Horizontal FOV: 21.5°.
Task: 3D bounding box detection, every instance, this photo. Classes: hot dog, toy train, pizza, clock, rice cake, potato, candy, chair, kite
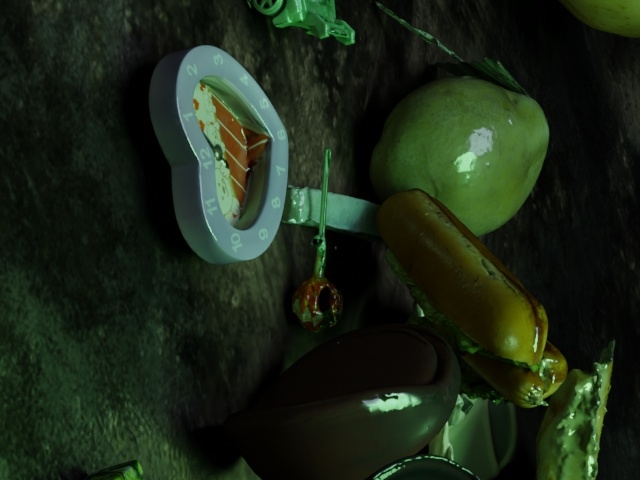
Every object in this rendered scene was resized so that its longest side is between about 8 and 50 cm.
[{"bbox_3d":[0.139,0.062,1.678,0.135,0.100,0.337,65,-7,-34],"label":"hot dog"},{"bbox_3d":[-0.020,-0.269,1.716,0.099,0.081,0.149,3,79,-59],"label":"toy train"},{"bbox_3d":[0.254,0.353,1.876,0.435,0.080,0.392,79,22,-63],"label":"pizza"},{"bbox_3d":[-0.095,-0.080,1.545,0.172,0.064,0.198,-26,104,-59],"label":"clock"},{"bbox_3d":[0.018,-0.027,1.756,0.211,0.034,0.043,12,79,-59],"label":"rice cake"},{"bbox_3d":[0.159,-0.093,1.880,0.235,0.178,0.160,-21,57,-37],"label":"potato"},{"bbox_3d":[0.000,0.000,1.672,0.055,0.049,0.185,-6,100,-67],"label":"candy"},{"bbox_3d":[0.077,0.244,1.589,0.401,0.226,0.226,62,34,-28],"label":"chair"},{"bbox_3d":[0.166,-0.207,1.949,0.250,0.229,0.012,32,86,-12],"label":"kite"}]

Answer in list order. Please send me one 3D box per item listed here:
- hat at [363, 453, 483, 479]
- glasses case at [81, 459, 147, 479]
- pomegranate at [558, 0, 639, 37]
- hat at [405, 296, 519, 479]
[{"bbox_3d":[-0.004,0.281,1.420,0.238,0.336,0.209,38,10,-23],"label":"hat"},{"bbox_3d":[-0.210,0.263,1.248,0.272,0.062,0.095,-33,104,-59],"label":"glasses case"},{"bbox_3d":[0.466,-0.444,2.294,0.410,0.410,0.410,26,60,-55],"label":"pomegranate"},{"bbox_3d":[0.130,0.188,1.849,0.219,0.164,0.226,-24,141,-60],"label":"hat"}]
